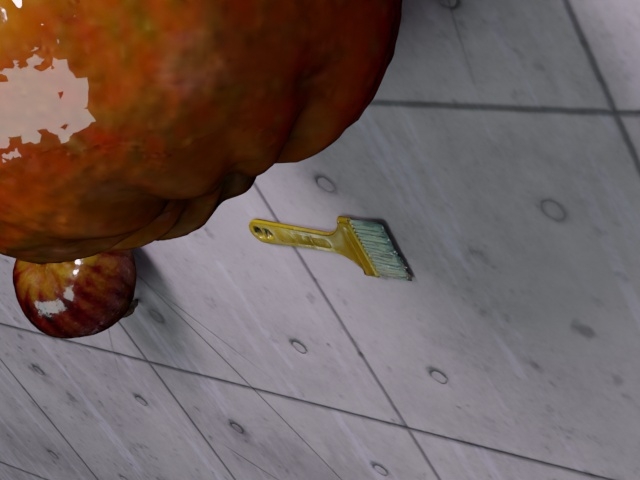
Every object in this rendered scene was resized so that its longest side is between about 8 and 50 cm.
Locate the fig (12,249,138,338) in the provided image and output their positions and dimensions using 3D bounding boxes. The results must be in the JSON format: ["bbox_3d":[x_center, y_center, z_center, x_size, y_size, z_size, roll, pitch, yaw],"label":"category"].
[{"bbox_3d":[-0.299,0.061,1.854,0.148,0.149,0.202,-113,15,-51],"label":"fig"}]

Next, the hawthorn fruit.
[{"bbox_3d":[-0.144,-0.197,1.076,0.403,0.403,0.403,30,151,19],"label":"hawthorn fruit"}]

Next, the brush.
[{"bbox_3d":[0.000,0.000,1.545,0.218,0.010,0.082,10,140,45],"label":"brush"}]
